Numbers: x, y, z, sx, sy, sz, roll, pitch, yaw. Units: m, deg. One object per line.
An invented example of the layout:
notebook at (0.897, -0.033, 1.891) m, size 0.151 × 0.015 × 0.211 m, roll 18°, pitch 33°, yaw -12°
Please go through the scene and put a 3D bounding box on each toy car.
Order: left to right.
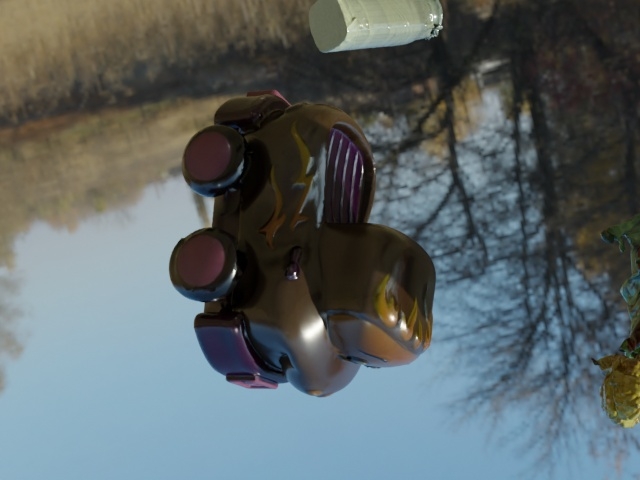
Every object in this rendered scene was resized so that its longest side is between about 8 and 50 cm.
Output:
toy car at (0.000, 0.000, 1.215) m, size 0.240 × 0.341 × 0.271 m, roll -4°, pitch 165°, yaw 21°

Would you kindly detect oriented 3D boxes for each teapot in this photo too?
teapot at (0.078, -0.330, 1.584) m, size 0.200 × 0.107 × 0.077 m, roll -13°, pitch 171°, yaw -39°

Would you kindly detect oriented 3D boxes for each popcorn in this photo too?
popcorn at (0.317, 0.152, 1.175) m, size 0.084 × 0.084 × 0.084 m, roll -14°, pitch -173°, yaw 2°

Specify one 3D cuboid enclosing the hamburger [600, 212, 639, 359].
hamburger at (0.486, 0.067, 1.342) m, size 0.260 × 0.276 × 0.150 m, roll -9°, pitch 151°, yaw 21°
